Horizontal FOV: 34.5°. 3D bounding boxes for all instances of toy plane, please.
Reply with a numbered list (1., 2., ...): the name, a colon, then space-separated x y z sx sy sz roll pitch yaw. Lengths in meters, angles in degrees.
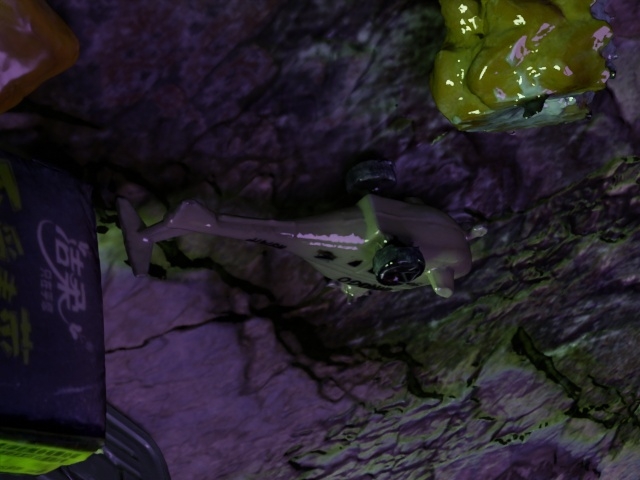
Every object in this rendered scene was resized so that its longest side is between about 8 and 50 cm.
1. toy plane: 0.000 0.000 0.730 0.286 0.092 0.108 9 143 -39

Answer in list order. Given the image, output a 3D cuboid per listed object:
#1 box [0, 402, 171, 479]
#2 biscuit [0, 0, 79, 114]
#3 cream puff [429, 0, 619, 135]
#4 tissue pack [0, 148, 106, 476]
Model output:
1. box: -0.205 0.184 0.691 0.135 0.163 0.243 -33 137 6
2. biscuit: -0.233 -0.109 0.520 0.174 0.039 0.183 -42 134 1
3. cream puff: 0.138 -0.142 0.686 0.121 0.156 0.156 8 130 13
4. tissue pack: -0.214 0.021 0.518 0.073 0.173 0.235 -21 154 28
